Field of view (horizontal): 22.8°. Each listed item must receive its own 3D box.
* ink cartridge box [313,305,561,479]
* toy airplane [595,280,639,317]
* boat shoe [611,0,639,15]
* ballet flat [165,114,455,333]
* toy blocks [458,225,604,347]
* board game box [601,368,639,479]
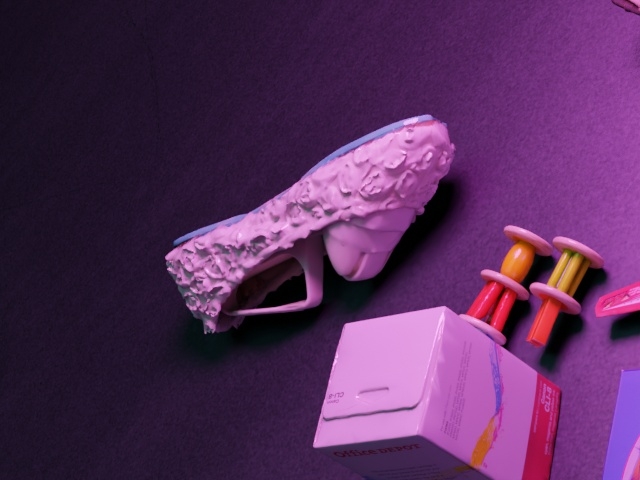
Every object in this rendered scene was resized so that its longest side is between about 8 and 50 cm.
[{"bbox_3d":[0.106,0.157,1.412,0.128,0.176,0.127,-13,52,43],"label":"ink cartridge box"},{"bbox_3d":[0.312,0.023,1.412,0.151,0.028,0.151,-28,43,30],"label":"toy airplane"},{"bbox_3d":[0.381,-0.184,1.441,0.130,0.132,0.355,-62,30,22],"label":"boat shoe"},{"bbox_3d":[0.000,0.000,1.733,0.409,0.147,0.147,-26,44,38],"label":"ballet flat"},{"bbox_3d":[0.188,0.067,1.497,0.123,0.054,0.148,16,74,53],"label":"toy blocks"},{"bbox_3d":[0.311,0.260,1.178,0.233,0.078,0.347,-10,55,44],"label":"board game box"}]
